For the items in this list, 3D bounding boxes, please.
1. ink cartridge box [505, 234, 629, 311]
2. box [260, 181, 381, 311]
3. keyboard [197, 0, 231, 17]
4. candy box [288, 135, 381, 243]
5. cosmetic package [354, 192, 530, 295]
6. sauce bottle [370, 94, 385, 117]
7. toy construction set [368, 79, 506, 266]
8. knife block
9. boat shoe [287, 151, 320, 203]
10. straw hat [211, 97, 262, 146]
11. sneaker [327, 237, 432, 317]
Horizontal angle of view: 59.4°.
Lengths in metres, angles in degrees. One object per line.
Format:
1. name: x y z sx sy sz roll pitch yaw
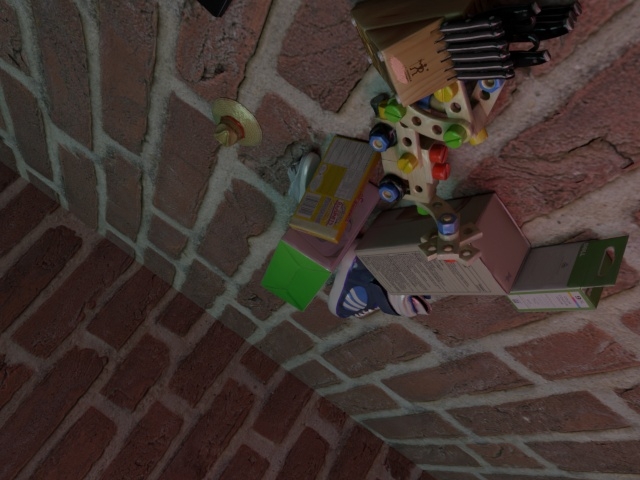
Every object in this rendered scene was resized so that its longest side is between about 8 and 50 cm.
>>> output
1. ink cartridge box: 0.434 0.063 0.976 0.062 0.109 0.209 45 150 -20
2. box: 0.000 0.000 1.221 0.126 0.231 0.262 33 153 1
3. keyboard: -0.252 -0.521 0.897 0.317 0.033 0.201 42 158 -15
4. candy box: 0.030 -0.101 1.062 0.105 0.206 0.027 19 164 27
5. cosmetic package: 0.231 0.017 1.106 0.296 0.129 0.153 -5 132 51
6. sauce bottle: 0.121 -0.195 0.988 0.042 0.042 0.128 7 141 42
7. toy construction set: 0.185 -0.126 0.887 0.215 0.151 0.328 15 124 33
8. knife block: 0.185 -0.291 0.747 0.088 0.242 0.276 59 -171 -36
9. boat shoe: -0.044 -0.142 1.237 0.063 0.066 0.184 30 162 7
10. straw hat: -0.204 -0.242 1.248 0.144 0.061 0.144 27 151 16
11. sneaker: 0.153 0.148 1.392 0.236 0.130 0.323 31 147 16
